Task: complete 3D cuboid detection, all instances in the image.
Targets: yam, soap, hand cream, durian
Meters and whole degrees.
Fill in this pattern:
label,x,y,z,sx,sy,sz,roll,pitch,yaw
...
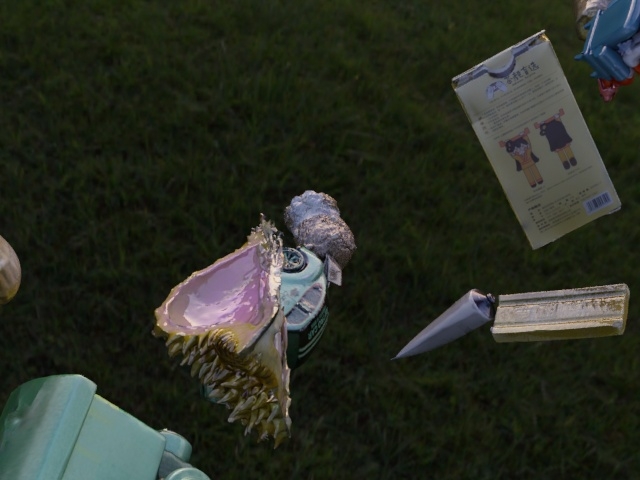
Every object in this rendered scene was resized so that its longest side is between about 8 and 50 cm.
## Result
label,x,y,z,sx,sy,sz,roll,pitch,yaw
yam,0.341,-0.342,1.265,0.066,0.066,0.300,11,47,1
soap,0.432,0.133,1.854,0.252,0.037,0.092,-7,48,36
hand cream,0.196,0.135,1.590,0.087,0.186,0.054,-4,61,-54
durian,-0.078,0.131,1.185,0.185,0.196,0.305,-26,26,2

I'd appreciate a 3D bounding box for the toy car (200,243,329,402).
label,x,y,z,sx,sy,sz,roll,pitch,yaw
toy car,-0.069,0.137,1.572,0.125,0.136,0.306,22,42,15

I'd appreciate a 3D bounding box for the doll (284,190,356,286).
label,x,y,z,sx,sy,sz,roll,pitch,yaw
doll,0.007,0.001,1.872,0.105,0.115,0.221,-24,46,-5

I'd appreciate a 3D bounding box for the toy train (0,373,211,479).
label,x,y,z,sx,sy,sz,roll,pitch,yaw
toy train,-0.194,0.260,0.797,0.202,0.120,0.301,40,47,-29

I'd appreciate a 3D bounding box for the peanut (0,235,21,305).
label,x,y,z,sx,sy,sz,roll,pitch,yaw
peanut,-0.389,-0.008,1.109,0.087,0.207,0.087,-11,42,10

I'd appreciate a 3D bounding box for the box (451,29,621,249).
label,x,y,z,sx,sy,sz,roll,pitch,yaw
box,0.152,-0.068,0.722,0.073,0.149,0.020,-26,25,8

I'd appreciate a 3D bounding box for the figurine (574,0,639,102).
label,x,y,z,sx,sy,sz,roll,pitch,yaw
figurine,0.267,-0.157,0.789,0.075,0.140,0.068,44,58,-28

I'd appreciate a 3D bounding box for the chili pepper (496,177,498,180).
label,x,y,z,sx,sy,sz,roll,pitch,yaw
chili pepper,0.352,-0.148,1.812,0.050,0.268,0.059,18,76,-5
